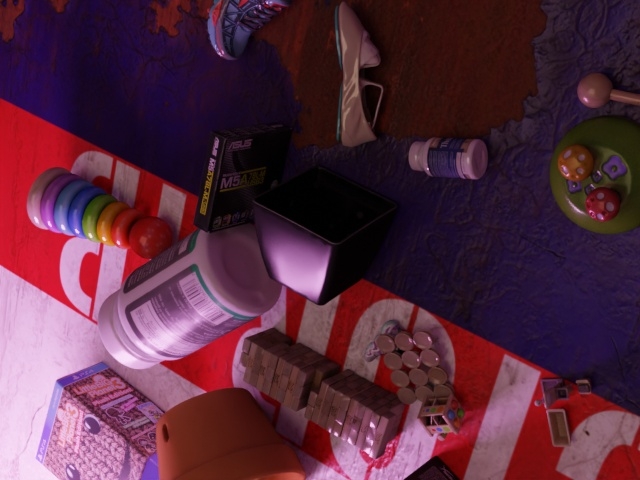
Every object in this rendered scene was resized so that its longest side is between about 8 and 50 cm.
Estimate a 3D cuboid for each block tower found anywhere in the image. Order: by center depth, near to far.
[{"bbox_3d":[0.004,0.281,1.958,0.336,0.097,0.090,27,116,30],"label":"block tower"}]

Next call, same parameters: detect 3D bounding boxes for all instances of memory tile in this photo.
[{"bbox_3d":[0.169,0.225,1.846,0.113,0.012,0.148,-11,110,32],"label":"memory tile"}]

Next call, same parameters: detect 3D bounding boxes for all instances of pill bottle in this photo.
[{"bbox_3d":[0.210,-0.137,1.723,0.120,0.067,0.067,7,105,34],"label":"pill bottle"},{"bbox_3d":[-0.264,0.112,2.036,0.361,0.204,0.204,-29,84,37],"label":"pill bottle"}]

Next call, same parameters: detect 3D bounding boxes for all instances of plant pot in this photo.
[{"bbox_3d":[0.000,0.000,1.847,0.187,0.188,0.166,28,129,27],"label":"plant pot"},{"bbox_3d":[-0.199,0.422,2.038,0.291,0.291,0.203,-42,60,35],"label":"plant pot"}]

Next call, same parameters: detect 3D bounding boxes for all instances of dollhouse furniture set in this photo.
[{"bbox_3d":[0.392,0.288,1.687,0.091,0.081,0.114,-7,97,37],"label":"dollhouse furniture set"}]

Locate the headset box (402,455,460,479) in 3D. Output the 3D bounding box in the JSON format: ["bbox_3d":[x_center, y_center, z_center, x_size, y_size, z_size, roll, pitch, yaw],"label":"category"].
[{"bbox_3d":[0.111,0.527,1.814,0.110,0.293,0.218,45,122,19],"label":"headset box"}]

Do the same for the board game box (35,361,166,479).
[{"bbox_3d":[-0.461,0.454,2.299,0.291,0.141,0.232,32,118,25],"label":"board game box"}]

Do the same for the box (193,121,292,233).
[{"bbox_3d":[-0.141,-0.117,1.902,0.045,0.191,0.184,29,116,29],"label":"box"}]

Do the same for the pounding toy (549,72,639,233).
[{"bbox_3d":[0.420,-0.115,1.552,0.183,0.110,0.236,27,116,28],"label":"pounding toy"}]

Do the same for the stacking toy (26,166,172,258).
[{"bbox_3d":[-0.450,-0.047,2.191,0.330,0.141,0.141,19,112,23],"label":"stacking toy"}]

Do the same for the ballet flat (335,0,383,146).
[{"bbox_3d":[0.069,-0.284,1.791,0.086,0.086,0.248,9,108,34],"label":"ballet flat"}]

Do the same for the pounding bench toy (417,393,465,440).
[{"bbox_3d":[0.223,0.317,1.832,0.065,0.052,0.083,-12,126,36],"label":"pounding bench toy"}]

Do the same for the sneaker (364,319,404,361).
[{"bbox_3d":[0.125,0.199,1.883,0.069,0.038,0.098,43,122,21],"label":"sneaker"}]

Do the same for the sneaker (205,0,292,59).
[{"bbox_3d":[-0.116,-0.432,1.863,0.125,0.104,0.261,33,119,23],"label":"sneaker"}]
